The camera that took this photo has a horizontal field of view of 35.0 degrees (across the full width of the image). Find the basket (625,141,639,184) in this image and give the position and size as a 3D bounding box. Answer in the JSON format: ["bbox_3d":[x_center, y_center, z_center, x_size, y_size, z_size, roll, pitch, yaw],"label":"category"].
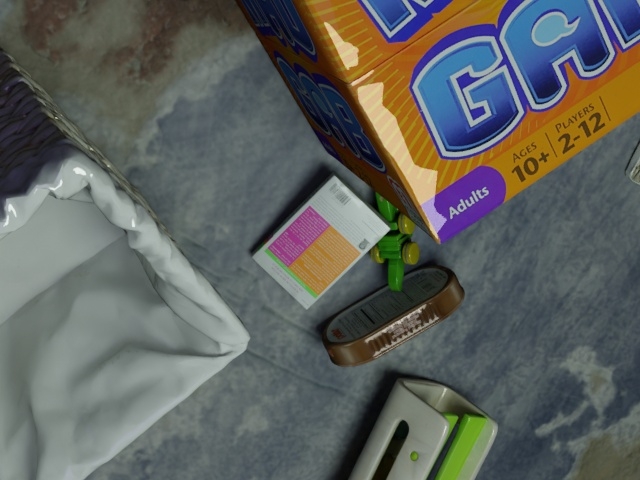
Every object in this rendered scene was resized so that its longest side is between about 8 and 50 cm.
[{"bbox_3d":[0.510,-0.092,1.330,0.167,0.103,0.113,21,102,-23],"label":"basket"}]

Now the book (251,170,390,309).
[{"bbox_3d":[0.000,0.000,1.225,0.096,0.035,0.144,43,105,-14],"label":"book"}]

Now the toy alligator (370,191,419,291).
[{"bbox_3d":[0.091,-0.032,1.256,0.051,0.056,0.189,-31,116,-55],"label":"toy alligator"}]

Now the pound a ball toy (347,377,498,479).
[{"bbox_3d":[0.116,0.350,1.369,0.208,0.136,0.319,13,106,-47],"label":"pound a ball toy"}]

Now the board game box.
[{"bbox_3d":[0.120,-0.280,1.004,0.356,0.356,0.356,-34,115,-4],"label":"board game box"}]

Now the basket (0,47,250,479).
[{"bbox_3d":[-0.307,0.045,0.989,0.331,0.266,0.328,-37,138,-1],"label":"basket"}]

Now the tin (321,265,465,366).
[{"bbox_3d":[0.089,0.092,1.266,0.190,0.106,0.040,-30,107,-6],"label":"tin"}]
